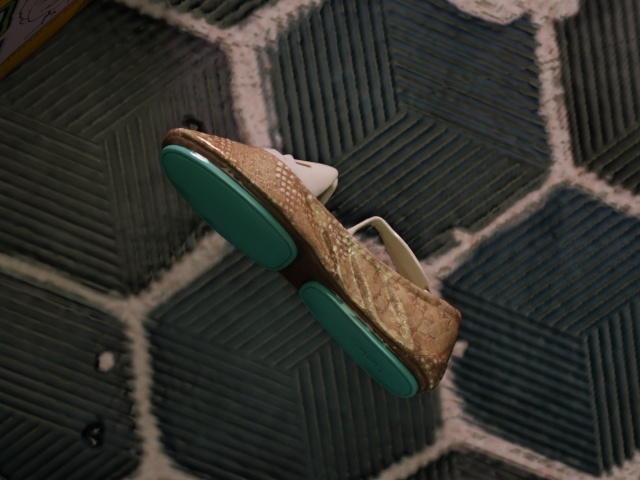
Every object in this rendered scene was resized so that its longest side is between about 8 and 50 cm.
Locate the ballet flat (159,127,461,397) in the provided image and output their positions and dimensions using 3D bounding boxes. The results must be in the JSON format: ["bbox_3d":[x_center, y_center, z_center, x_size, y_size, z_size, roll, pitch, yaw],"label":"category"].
[{"bbox_3d":[0.000,0.000,0.687,0.206,0.073,0.067,46,64,-10],"label":"ballet flat"}]

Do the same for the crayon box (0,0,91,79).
[{"bbox_3d":[-0.223,-0.090,0.527,0.363,0.313,0.106,-41,97,1],"label":"crayon box"}]

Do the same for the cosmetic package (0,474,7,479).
[{"bbox_3d":[-0.145,0.278,0.618,0.453,0.230,0.161,40,93,-6],"label":"cosmetic package"}]
